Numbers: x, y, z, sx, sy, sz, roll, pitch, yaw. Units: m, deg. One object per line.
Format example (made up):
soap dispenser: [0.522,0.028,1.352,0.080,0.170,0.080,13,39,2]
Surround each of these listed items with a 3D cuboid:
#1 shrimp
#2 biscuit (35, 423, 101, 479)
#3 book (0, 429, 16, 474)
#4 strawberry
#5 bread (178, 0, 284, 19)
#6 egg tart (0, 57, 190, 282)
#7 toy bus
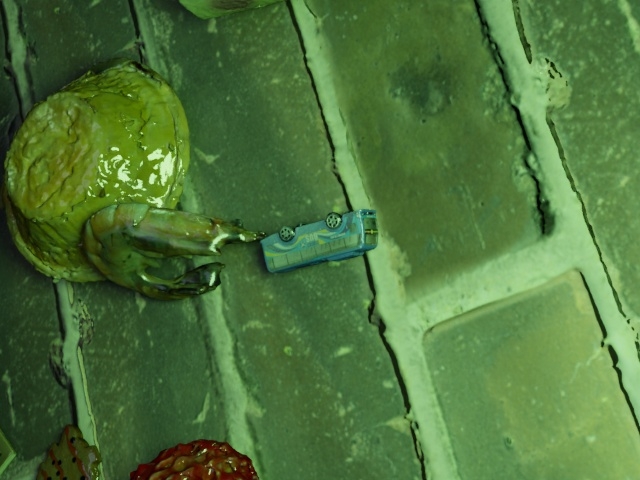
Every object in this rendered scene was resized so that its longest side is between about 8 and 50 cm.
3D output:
shrimp: [-0.196,0.025,1.493,0.254,0.059,0.145,8,119,9]
biscuit: [-0.357,0.328,1.582,0.130,0.019,0.119,-38,62,21]
book: [-0.543,0.300,1.709,0.138,0.016,0.198,-52,59,13]
strawberry: [-0.143,0.338,1.378,0.234,0.234,0.178,9,53,34]
bread: [-0.034,-0.404,1.451,0.338,0.155,0.187,-8,83,29]
egg tart: [-0.336,-0.106,1.595,0.341,0.132,0.341,-8,75,30]
toy bus: [0.000,0.000,1.407,0.153,0.051,0.061,-14,85,29]
